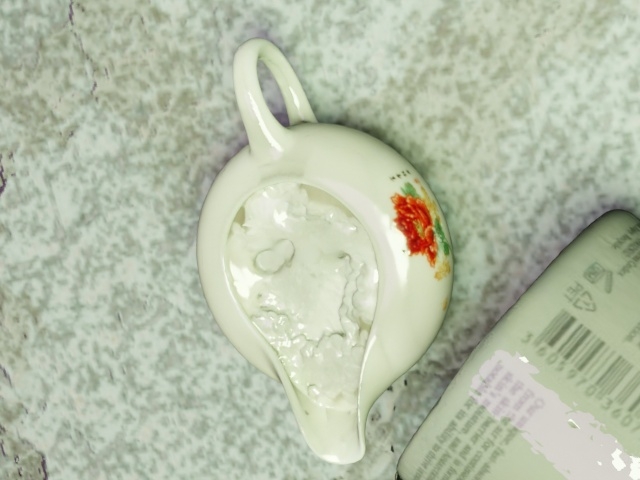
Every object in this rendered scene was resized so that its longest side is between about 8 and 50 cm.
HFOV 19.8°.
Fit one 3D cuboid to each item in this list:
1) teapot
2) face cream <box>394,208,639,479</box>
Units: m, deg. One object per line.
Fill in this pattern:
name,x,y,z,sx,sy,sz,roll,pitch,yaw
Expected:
teapot,0.000,0.000,0.979,0.145,0.092,0.226,-16,96,26
face cream,0.145,0.094,0.886,0.153,0.177,0.177,40,118,13
